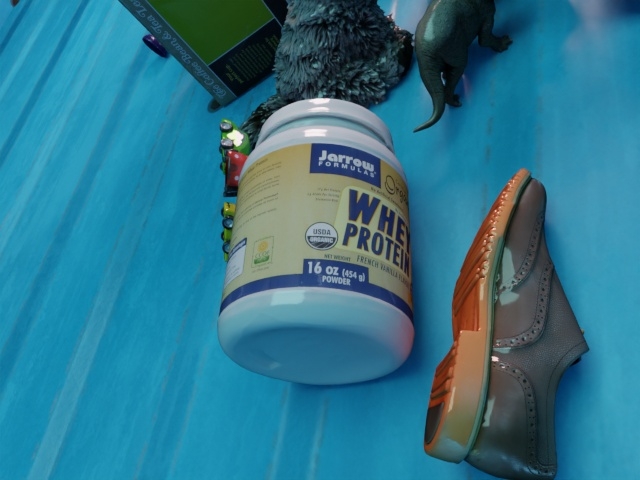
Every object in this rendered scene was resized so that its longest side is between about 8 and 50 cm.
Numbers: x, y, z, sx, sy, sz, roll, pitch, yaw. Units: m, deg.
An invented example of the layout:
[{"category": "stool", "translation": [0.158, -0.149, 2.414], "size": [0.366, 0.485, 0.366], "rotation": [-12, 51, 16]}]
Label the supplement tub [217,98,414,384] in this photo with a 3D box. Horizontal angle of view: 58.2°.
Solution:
[{"category": "supplement tub", "translation": [0.000, 0.000, 0.732], "size": [0.228, 0.228, 0.316], "rotation": [-15, 54, 26]}]

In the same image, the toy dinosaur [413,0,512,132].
[{"category": "toy dinosaur", "translation": [0.193, -0.305, 0.848], "size": [0.313, 0.160, 0.121], "rotation": [-51, 46, -5]}]

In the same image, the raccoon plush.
[{"category": "raccoon plush", "translation": [-0.041, -0.327, 0.928], "size": [0.446, 0.299, 0.216], "rotation": [-48, 47, -1]}]

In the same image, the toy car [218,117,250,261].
[{"category": "toy car", "translation": [-0.135, -0.111, 0.934], "size": [0.053, 0.239, 0.225], "rotation": [-1, 54, -12]}]

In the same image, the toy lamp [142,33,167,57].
[{"category": "toy lamp", "translation": [-0.343, -0.598, 1.473], "size": [0.080, 0.080, 0.275], "rotation": [28, 82, 43]}]

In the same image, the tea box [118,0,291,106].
[{"category": "tea box", "translation": [-0.182, -0.507, 1.125], "size": [0.323, 0.329, 0.220], "rotation": [-31, 49, 14]}]

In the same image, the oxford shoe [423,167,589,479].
[{"category": "oxford shoe", "translation": [0.218, 0.079, 0.632], "size": [0.132, 0.130, 0.364], "rotation": [19, 62, 7]}]
